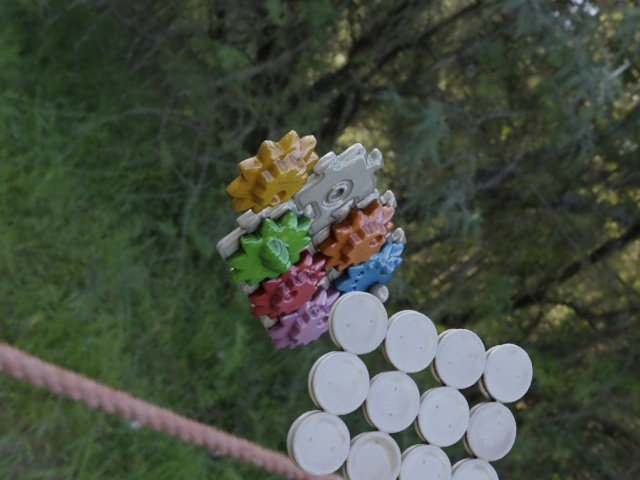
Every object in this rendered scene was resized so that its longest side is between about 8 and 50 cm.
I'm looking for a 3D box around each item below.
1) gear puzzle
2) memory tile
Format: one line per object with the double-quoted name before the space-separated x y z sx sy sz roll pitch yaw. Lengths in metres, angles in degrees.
"gear puzzle" 0.000 0.000 1.025 0.044 0.175 0.339 51 -8 28
"memory tile" 0.057 0.101 0.681 0.148 0.113 0.012 21 -9 -24
